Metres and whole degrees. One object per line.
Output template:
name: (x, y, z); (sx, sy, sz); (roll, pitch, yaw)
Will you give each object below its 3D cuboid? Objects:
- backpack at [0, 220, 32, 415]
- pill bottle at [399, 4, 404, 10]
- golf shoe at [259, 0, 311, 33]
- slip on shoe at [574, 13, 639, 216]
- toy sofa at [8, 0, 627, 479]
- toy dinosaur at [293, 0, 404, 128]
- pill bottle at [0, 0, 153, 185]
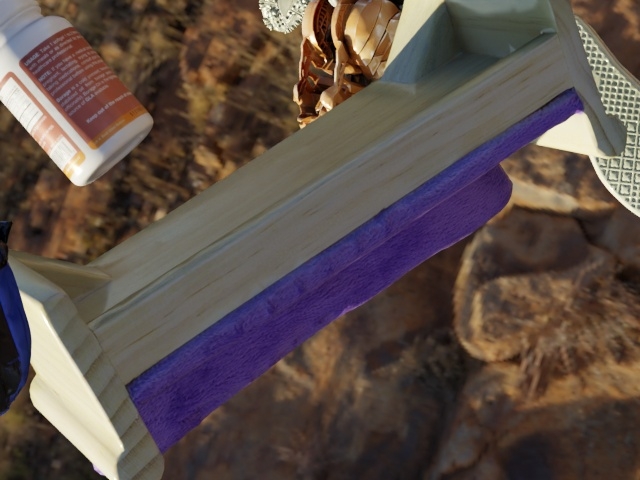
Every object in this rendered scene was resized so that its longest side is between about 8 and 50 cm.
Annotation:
backpack: (-0.171, 0.023, 0.526); (0.098, 0.120, 0.101); (-20, 10, -1)
pill bottle: (0.135, -0.246, 1.394); (0.065, 0.116, 0.065); (-6, -90, -90)
golf shoe: (-0.026, -0.347, 1.558); (0.086, 0.069, 0.176); (-59, -13, -61)
slip on shoe: (0.406, -0.174, 1.734); (0.123, 0.101, 0.331); (-36, 76, 16)
toy sofa: (0.000, 0.000, 0.728); (0.362, 0.177, 0.150); (-34, 25, -21)
toy dinosaur: (0.053, -0.171, 1.033); (0.322, 0.218, 0.164); (-53, 43, 13)
pill bottle: (-0.305, -0.179, 1.446); (0.121, 0.216, 0.121); (-40, 2, 2)
